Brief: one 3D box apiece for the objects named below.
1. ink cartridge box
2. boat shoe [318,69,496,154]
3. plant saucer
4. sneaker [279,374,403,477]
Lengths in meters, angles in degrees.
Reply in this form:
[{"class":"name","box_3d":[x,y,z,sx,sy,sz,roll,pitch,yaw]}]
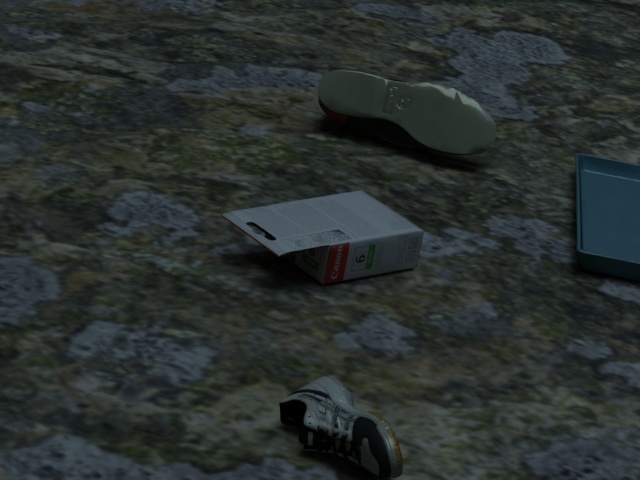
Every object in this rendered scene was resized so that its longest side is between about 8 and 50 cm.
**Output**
[{"class":"ink cartridge box","box_3d":[0.000,0.000,1.138,0.115,0.029,0.063,-10,31,-38]},{"class":"boat shoe","box_3d":[0.064,-0.091,1.355,0.137,0.049,0.043,16,-15,11]},{"class":"plant saucer","box_3d":[0.207,-0.016,1.278,0.067,0.018,0.192,12,24,3]},{"class":"sneaker","box_3d":[0.009,0.099,0.924,0.037,0.032,0.083,-19,29,-25]}]
